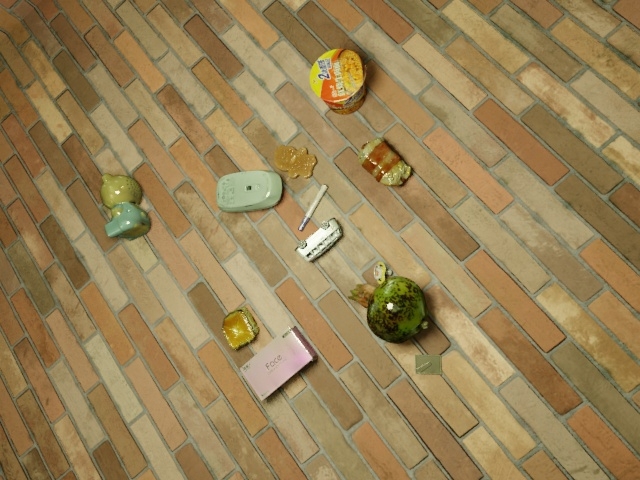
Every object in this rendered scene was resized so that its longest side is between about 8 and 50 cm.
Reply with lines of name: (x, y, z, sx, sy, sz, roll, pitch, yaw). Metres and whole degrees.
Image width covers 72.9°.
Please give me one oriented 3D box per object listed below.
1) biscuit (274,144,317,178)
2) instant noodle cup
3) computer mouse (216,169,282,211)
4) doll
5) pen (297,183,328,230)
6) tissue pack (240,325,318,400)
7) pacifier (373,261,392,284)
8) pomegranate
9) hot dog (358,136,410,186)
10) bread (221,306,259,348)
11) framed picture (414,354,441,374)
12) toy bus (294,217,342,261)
biscuit: (-0.105, -0.312, 1.732, 0.184, 0.027, 0.134, 9, 84, 16)
instant noodle cup: (0.083, -0.590, 1.657, 0.213, 0.174, 0.213, -2, 80, 15)
computer mouse: (-0.280, -0.194, 1.721, 0.288, 0.097, 0.160, -6, 81, 24)
doll: (-0.815, -0.148, 1.801, 0.161, 0.177, 0.261, -24, 78, 13)
pen: (-0.031, -0.127, 1.685, 0.025, 0.025, 0.204, 30, 90, 16)
tissue pack: (-0.149, 0.447, 1.582, 0.246, 0.092, 0.148, -41, 75, 4)
pacifier: (0.228, 0.116, 1.574, 0.064, 0.068, 0.083, 0, 99, -20)
pomegranate: (0.239, 0.227, 1.493, 0.204, 0.276, 0.222, 30, 85, -26)
hot dog: (0.234, -0.284, 1.612, 0.146, 0.103, 0.213, -36, 83, -16)
bread: (-0.310, 0.335, 1.652, 0.128, 0.069, 0.140, -35, 78, 7)
framed picture: (0.373, 0.430, 1.503, 0.089, 0.006, 0.066, -3, 81, 14)
toy bus: (0.000, 0.000, 1.627, 0.194, 0.087, 0.089, -40, 81, 4)
